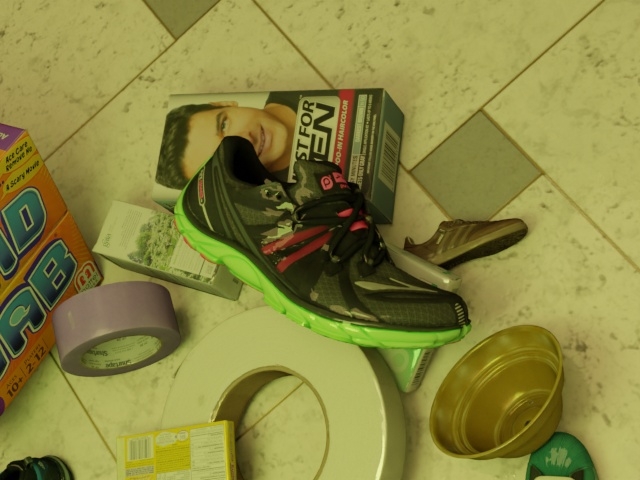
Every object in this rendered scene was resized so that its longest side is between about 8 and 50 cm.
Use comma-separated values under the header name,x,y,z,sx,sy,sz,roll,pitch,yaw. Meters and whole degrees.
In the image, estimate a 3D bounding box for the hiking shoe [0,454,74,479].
name,x,y,z,sx,sy,sz,roll,pitch,yaw
hiking shoe,-0.527,0.453,1.763,0.113,0.132,0.304,36,89,27

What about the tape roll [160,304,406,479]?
name,x,y,z,sx,sy,sz,roll,pitch,yaw
tape roll,-0.063,0.287,1.636,0.392,0.072,0.392,-8,73,29

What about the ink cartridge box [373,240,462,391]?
name,x,y,z,sx,sy,sz,roll,pitch,yaw
ink cartridge box,0.075,0.093,1.659,0.224,0.056,0.181,26,102,24

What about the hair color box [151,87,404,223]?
name,x,y,z,sx,sy,sz,roll,pitch,yaw
hair color box,-0.068,-0.131,1.783,0.374,0.113,0.185,1,74,23

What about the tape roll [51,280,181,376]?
name,x,y,z,sx,sy,sz,roll,pitch,yaw
tape roll,-0.317,0.140,1.751,0.189,0.189,0.080,-23,65,13

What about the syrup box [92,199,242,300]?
name,x,y,z,sx,sy,sz,roll,pitch,yaw
syrup box,-0.237,0.015,1.812,0.237,0.096,0.093,14,77,25

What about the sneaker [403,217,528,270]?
name,x,y,z,sx,sy,sz,roll,pitch,yaw
sneaker,0.208,-0.006,1.657,0.188,0.066,0.071,-22,68,14

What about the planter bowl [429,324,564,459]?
name,x,y,z,sx,sy,sz,roll,pitch,yaw
planter bowl,0.259,0.227,1.526,0.217,0.090,0.217,-36,26,20

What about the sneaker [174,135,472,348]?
name,x,y,z,sx,sy,sz,roll,pitch,yaw
sneaker,0.000,0.000,1.567,0.483,0.185,0.202,30,105,22

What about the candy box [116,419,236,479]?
name,x,y,z,sx,sy,sz,roll,pitch,yaw
candy box,-0.214,0.329,1.655,0.206,0.027,0.105,-13,74,28

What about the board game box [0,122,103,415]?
name,x,y,z,sx,sy,sz,roll,pitch,yaw
board game box,-0.627,0.035,1.754,0.356,0.356,0.356,15,55,25

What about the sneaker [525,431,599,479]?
name,x,y,z,sx,sy,sz,roll,pitch,yaw
sneaker,0.304,0.393,1.457,0.108,0.121,0.302,-2,72,21
